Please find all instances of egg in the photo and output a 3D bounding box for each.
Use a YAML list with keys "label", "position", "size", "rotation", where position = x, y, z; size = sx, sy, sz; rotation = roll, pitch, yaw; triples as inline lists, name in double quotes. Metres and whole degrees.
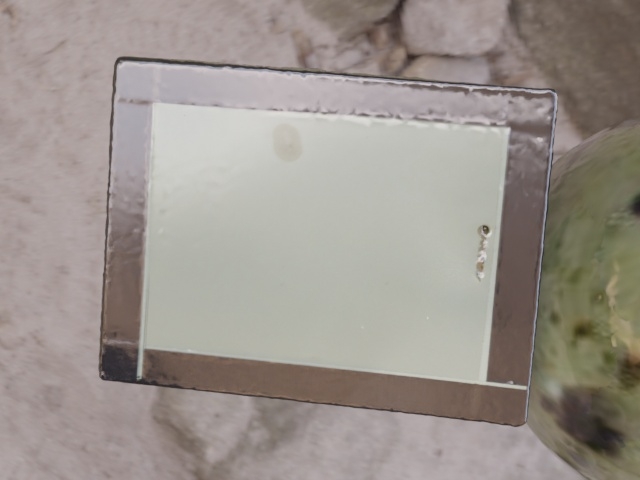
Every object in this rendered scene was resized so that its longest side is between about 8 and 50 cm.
- label: "egg"
  position: [0.316, 0.059, 1.353]
  size: [0.345, 0.428, 0.345]
  rotation: [0, 85, -2]

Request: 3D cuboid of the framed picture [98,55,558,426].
- label: "framed picture"
  position: [0.000, 0.000, 1.220]
  size: [0.347, 0.016, 0.265]
  rotation: [5, 98, 9]
